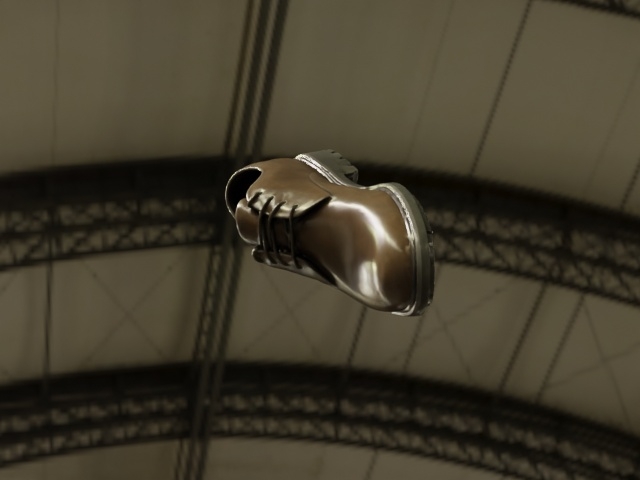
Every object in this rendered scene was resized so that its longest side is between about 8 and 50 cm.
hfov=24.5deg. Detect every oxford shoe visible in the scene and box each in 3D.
[{"bbox_3d":[0.000,0.000,0.927,0.096,0.227,0.083,-6,-75,-23],"label":"oxford shoe"}]
